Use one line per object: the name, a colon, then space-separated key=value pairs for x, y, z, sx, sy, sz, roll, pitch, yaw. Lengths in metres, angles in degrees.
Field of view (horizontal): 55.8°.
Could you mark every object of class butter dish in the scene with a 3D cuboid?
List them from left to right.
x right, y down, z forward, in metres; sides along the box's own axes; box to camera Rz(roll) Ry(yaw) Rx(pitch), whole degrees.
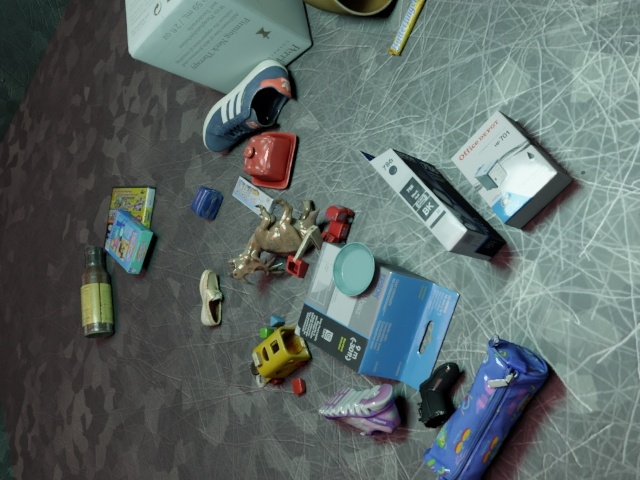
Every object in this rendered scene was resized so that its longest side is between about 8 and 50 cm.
butter dish: x=-0.162 y=-0.236 z=1.694 sx=0.160 sy=0.118 sz=0.160 roll=12 pitch=90 yaw=43

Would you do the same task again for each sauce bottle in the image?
sauce bottle: x=-0.837 y=0.189 z=2.262 sx=0.111 sy=0.111 sz=0.344 roll=-27 pitch=63 yaw=37

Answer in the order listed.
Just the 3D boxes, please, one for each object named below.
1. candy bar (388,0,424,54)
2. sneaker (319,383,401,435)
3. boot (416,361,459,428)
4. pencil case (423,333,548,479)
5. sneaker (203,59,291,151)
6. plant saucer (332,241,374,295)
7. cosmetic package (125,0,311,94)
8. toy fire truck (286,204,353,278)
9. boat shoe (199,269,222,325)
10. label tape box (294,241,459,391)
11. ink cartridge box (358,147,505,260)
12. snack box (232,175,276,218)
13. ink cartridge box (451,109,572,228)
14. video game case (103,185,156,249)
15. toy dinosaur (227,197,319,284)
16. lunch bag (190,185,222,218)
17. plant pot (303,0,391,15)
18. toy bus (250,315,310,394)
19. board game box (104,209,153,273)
candy bar: x=0.211 y=-0.524 z=1.465 sx=0.040 sy=0.018 sz=0.161 roll=38 pitch=107 yaw=41
sneaker: x=0.092 y=0.393 z=1.365 sx=0.236 sy=0.095 sz=0.104 roll=-22 pitch=102 yaw=50
boot: x=0.243 y=0.318 z=1.233 sx=0.121 sy=0.045 sz=0.099 roll=-50 pitch=21 yaw=32
pencil case: x=0.308 y=0.330 z=1.140 sx=0.119 sy=0.133 sz=0.306 roll=30 pitch=105 yaw=19
sneaker: x=-0.216 y=-0.356 z=1.757 sx=0.350 sy=0.131 sz=0.148 roll=-43 pitch=51 yaw=29
plant saucer: x=0.077 y=0.064 z=1.334 sx=0.119 sy=0.021 sz=0.119 roll=-13 pitch=71 yaw=41
cosmetic package: x=-0.291 y=-0.664 z=1.702 sx=0.329 sy=0.393 sz=0.327 roll=-27 pitch=64 yaw=37
toy fire truck: x=0.000 y=0.000 z=1.485 sx=0.047 sy=0.135 sz=0.192 roll=25 pitch=100 yaw=43
boat shoe: x=-0.321 y=0.172 z=1.813 sx=0.059 sy=0.063 sz=0.170 roll=-2 pitch=90 yaw=40
label tape box: x=0.114 y=0.166 z=1.369 sx=0.333 sy=0.106 sz=0.241 roll=24 pitch=99 yaw=43
ink cartridge box: x=0.228 y=-0.097 z=1.268 sx=0.065 sy=0.165 sz=0.333 roll=-54 pitch=52 yaw=22
snack box: x=-0.195 y=-0.126 z=1.771 sx=0.178 sy=0.022 sz=0.064 roll=36 pitch=108 yaw=41
ink cartridge box: x=0.373 y=-0.140 z=1.198 sx=0.139 sy=0.082 sz=0.191 roll=-49 pitch=55 yaw=26
video game case: x=-0.711 y=-0.078 z=2.241 sx=0.275 sy=0.035 sz=0.248 roll=4 pitch=86 yaw=44
toy dinosaur: x=-0.099 y=0.001 z=1.597 sx=0.295 sy=0.127 sz=0.200 roll=-14 pitch=80 yaw=28
lunch bag: x=-0.351 y=-0.119 z=1.885 sx=0.065 sy=0.067 sz=0.098 roll=36 pitch=106 yaw=41
plant pot: x=0.039 y=-0.682 z=1.537 sx=0.254 sy=0.237 sz=0.237 roll=22 pitch=98 yaw=59
toy bus: x=-0.126 y=0.306 z=1.569 sx=0.191 sy=0.104 sz=0.202 roll=11 pitch=90 yaw=44
board game box: x=-0.680 y=0.003 z=2.137 sx=0.210 sy=0.047 sz=0.160 roll=33 pitch=105 yaw=43
